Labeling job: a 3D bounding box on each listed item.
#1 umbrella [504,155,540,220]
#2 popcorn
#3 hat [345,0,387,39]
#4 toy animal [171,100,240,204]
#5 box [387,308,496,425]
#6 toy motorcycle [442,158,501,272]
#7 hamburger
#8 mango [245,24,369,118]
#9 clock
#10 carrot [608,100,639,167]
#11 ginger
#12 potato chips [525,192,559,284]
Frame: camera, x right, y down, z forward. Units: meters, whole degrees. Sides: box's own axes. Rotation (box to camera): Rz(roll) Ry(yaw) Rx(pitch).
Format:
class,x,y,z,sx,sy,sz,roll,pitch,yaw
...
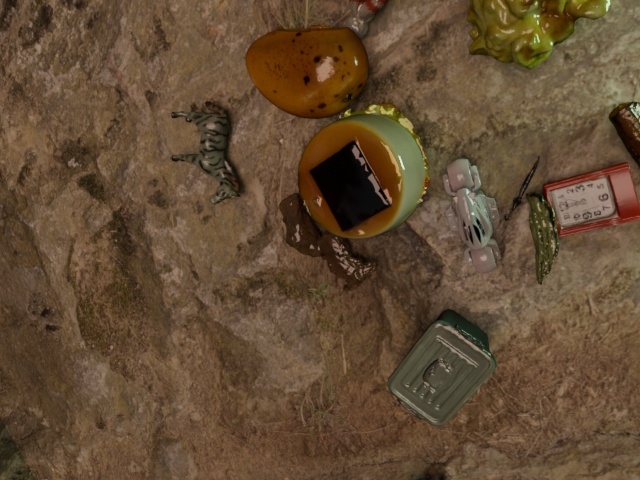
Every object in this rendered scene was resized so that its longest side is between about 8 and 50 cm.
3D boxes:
class,x,y,z,sx,sy,sz,roll,pitch,yaw
umbrella,0.427,-0.106,0.971,0.022,0.022,0.149,17,112,-12
popcorn,0.376,-0.416,0.819,0.216,0.181,0.235,37,113,8
hat,0.099,-0.499,0.959,0.112,0.093,0.163,40,120,19
toy animal,-0.300,-0.222,1.192,0.169,0.090,0.255,-5,104,18
box,0.282,0.282,1.068,0.163,0.135,0.244,34,114,11
toy motorcycle,0.320,-0.047,0.980,0.112,0.112,0.255,-15,99,24
hamburger,0.093,-0.139,1.008,0.294,0.179,0.276,-33,88,28
mango,-0.035,-0.367,1.011,0.290,0.160,0.191,14,118,21
clock,0.532,-0.080,0.917,0.154,0.061,0.113,-15,98,27
carrot,0.633,-0.146,0.855,0.070,0.070,0.260,-36,89,25
ginger,0.002,0.002,1.129,0.290,0.084,0.122,42,121,7
potato chips,0.457,0.004,0.952,0.028,0.092,0.208,-11,102,-3
